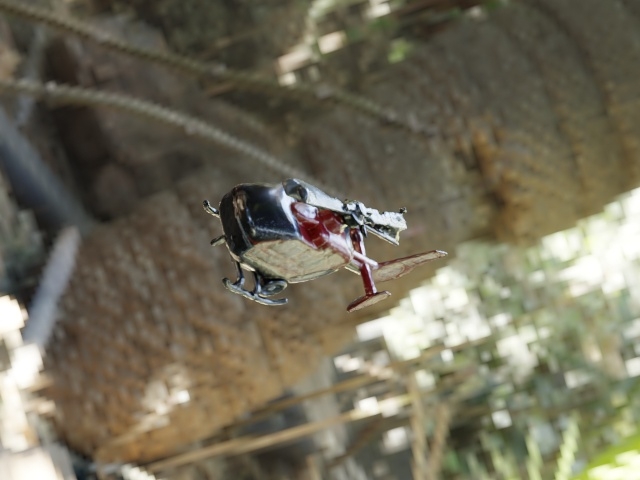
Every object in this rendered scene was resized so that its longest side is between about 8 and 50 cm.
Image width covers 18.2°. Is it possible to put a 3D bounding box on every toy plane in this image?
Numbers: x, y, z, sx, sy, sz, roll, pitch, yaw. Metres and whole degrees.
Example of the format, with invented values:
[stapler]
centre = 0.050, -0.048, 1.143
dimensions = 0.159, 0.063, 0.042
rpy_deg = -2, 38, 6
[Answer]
[toy plane]
centre = 0.000, 0.000, 0.813
dimensions = 0.145, 0.060, 0.037
rpy_deg = 25, 44, -59
